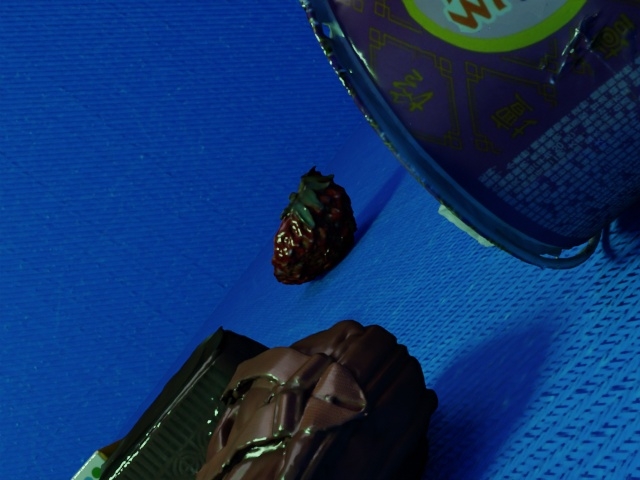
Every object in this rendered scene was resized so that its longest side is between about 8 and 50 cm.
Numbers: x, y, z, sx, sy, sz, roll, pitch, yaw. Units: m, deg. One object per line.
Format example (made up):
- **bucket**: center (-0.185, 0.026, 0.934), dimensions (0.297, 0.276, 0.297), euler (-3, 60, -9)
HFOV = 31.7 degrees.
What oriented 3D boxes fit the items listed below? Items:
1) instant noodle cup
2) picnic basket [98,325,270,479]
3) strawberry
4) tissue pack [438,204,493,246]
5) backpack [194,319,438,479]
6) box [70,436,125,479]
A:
- **instant noodle cup**: center (0.178, -0.191, 0.716), dimensions (0.266, 0.340, 0.340), euler (-36, 13, 32)
- **picnic basket**: center (-0.141, 0.234, 1.270), dimensions (0.297, 0.129, 0.222), euler (-51, 8, 5)
- **strawberry**: center (0.000, 0.000, 1.813), dimensions (0.236, 0.111, 0.190), euler (95, -164, -58)
- **tissue pack**: center (0.244, -0.145, 1.012), dimensions (0.325, 0.071, 0.170), euler (-53, 5, -16)
- **backpack**: center (-0.007, 0.148, 0.772), dimensions (0.229, 0.139, 0.229), euler (-52, 4, 6)
- **box**: center (-0.293, 0.363, 1.522), dimensions (0.221, 0.091, 0.274), euler (-49, -7, 7)
